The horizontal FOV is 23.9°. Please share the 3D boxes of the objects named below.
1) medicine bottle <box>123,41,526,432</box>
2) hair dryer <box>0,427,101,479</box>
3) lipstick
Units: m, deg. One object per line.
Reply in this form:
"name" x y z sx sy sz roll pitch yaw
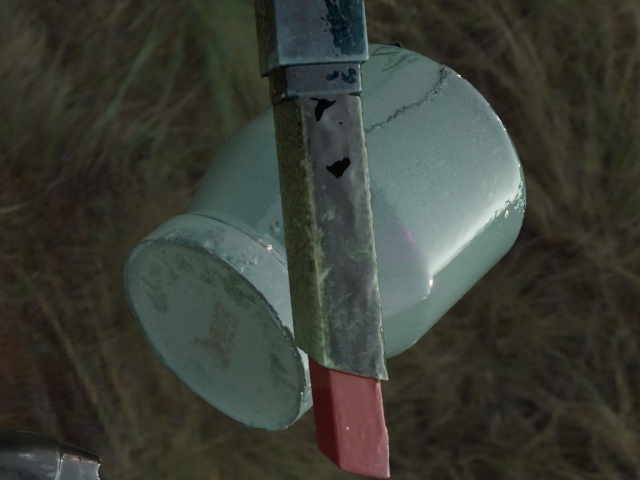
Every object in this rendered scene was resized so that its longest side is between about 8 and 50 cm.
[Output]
"medicine bottle" 0.000 0.000 1.293 0.290 0.245 0.245 -40 99 -36
"hair dryer" -0.275 0.258 1.077 0.236 0.091 0.271 -2 116 -14
"lipstick" 0.000 -0.033 0.777 0.051 0.051 0.312 -5 90 -17
